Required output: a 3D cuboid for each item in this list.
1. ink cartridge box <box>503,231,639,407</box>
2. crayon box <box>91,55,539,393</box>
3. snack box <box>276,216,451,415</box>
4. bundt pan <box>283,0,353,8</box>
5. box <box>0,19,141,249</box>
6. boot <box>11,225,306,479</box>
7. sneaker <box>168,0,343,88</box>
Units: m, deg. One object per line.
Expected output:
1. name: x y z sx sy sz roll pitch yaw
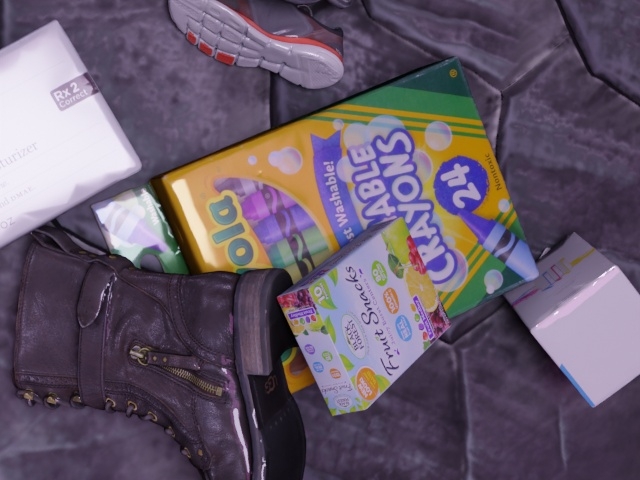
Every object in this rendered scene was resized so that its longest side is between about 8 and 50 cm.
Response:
1. ink cartridge box: 0.228 0.064 1.017 0.090 0.143 0.092 -39 102 6
2. crayon box: 0.000 0.000 0.971 0.323 0.083 0.203 -24 98 -14
3. snack box: 0.037 0.055 0.883 0.141 0.037 0.100 -35 103 -49
4. bundt pan: 0.025 -0.348 0.875 0.331 0.124 0.330 2 87 -48
5. box: -0.245 -0.057 0.845 0.181 0.182 0.119 -32 100 -13
6. boot: -0.133 0.123 0.902 0.229 0.091 0.263 2 95 18
7. sneaker: -0.051 -0.183 0.976 0.158 0.061 0.065 23 58 -17
